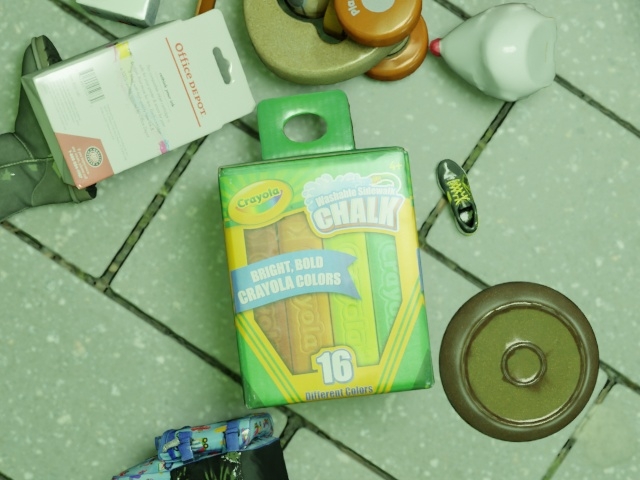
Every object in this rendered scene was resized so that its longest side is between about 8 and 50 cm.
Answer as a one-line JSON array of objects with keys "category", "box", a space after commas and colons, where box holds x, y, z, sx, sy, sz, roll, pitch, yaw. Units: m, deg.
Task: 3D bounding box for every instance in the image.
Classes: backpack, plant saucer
[{"category": "backpack", "box": [-0.128, 0.242, 1.217, 0.173, 0.158, 0.117, -12, 83, 11]}, {"category": "plant saucer", "box": [0.207, 0.127, 1.274, 0.168, 0.029, 0.169, 0, 92, 0]}]

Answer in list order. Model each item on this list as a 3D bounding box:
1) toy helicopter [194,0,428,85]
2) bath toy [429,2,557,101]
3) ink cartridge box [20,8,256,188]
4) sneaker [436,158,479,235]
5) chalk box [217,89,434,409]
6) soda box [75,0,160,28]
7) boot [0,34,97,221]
[{"category": "toy helicopter", "box": [-0.013, -0.329, 1.232, 0.234, 0.140, 0.355, -1, 81, 8]}, {"category": "bath toy", "box": [0.184, -0.313, 1.217, 0.129, 0.151, 0.348, 9, 96, 35]}, {"category": "ink cartridge box", "box": [-0.175, -0.142, 1.207, 0.198, 0.067, 0.115, -25, 107, -19]}, {"category": "sneaker", "box": [0.145, -0.045, 1.265, 0.031, 0.035, 0.083, -24, 91, -1]}, {"category": "chalk box", "box": [0.000, 0.000, 1.194, 0.180, 0.179, 0.289, -8, 92, -1]}, {"category": "soda box", "box": [-0.180, -0.328, 1.240, 0.073, 0.069, 0.216, 15, 91, -1]}, {"category": "boot", "box": [-0.348, -0.095, 1.250, 0.208, 0.076, 0.190, -12, 89, 7]}]
